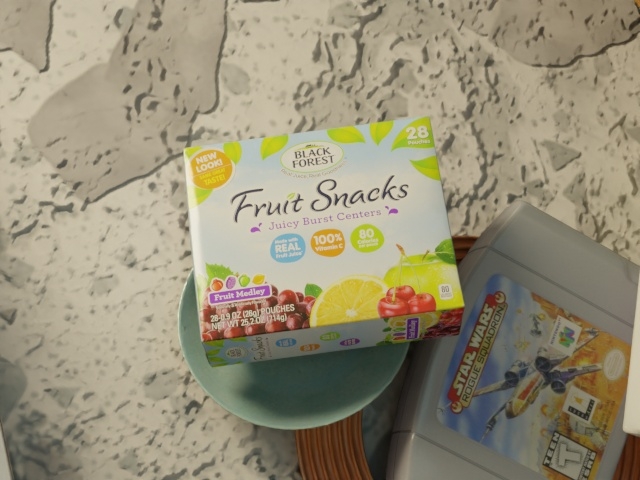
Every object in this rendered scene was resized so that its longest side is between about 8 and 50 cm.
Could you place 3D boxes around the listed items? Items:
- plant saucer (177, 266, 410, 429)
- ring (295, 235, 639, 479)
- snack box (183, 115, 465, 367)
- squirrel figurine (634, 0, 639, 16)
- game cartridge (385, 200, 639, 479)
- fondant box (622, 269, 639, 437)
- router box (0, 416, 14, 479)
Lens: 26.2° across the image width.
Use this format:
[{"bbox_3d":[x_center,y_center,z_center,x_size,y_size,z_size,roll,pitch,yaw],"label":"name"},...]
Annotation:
[{"bbox_3d":[-0.020,0.068,1.142,0.195,0.037,0.195,-1,66,3],"label":"plant saucer"},{"bbox_3d":[0.135,0.163,1.206,0.336,0.032,0.336,4,78,-18],"label":"ring"},{"bbox_3d":[0.000,0.000,1.113,0.207,0.070,0.174,-6,66,-2],"label":"snack box"},{"bbox_3d":[0.416,-0.288,1.258,0.370,0.281,0.397,32,46,-31],"label":"squirrel figurine"},{"bbox_3d":[0.176,0.125,1.183,0.198,0.062,0.297,29,72,-17],"label":"game cartridge"},{"bbox_3d":[0.380,0.032,1.226,0.238,0.096,0.330,24,69,-46],"label":"fondant box"},{"bbox_3d":[-0.364,0.236,0.981,0.301,0.082,0.335,-10,83,-19],"label":"router box"}]
